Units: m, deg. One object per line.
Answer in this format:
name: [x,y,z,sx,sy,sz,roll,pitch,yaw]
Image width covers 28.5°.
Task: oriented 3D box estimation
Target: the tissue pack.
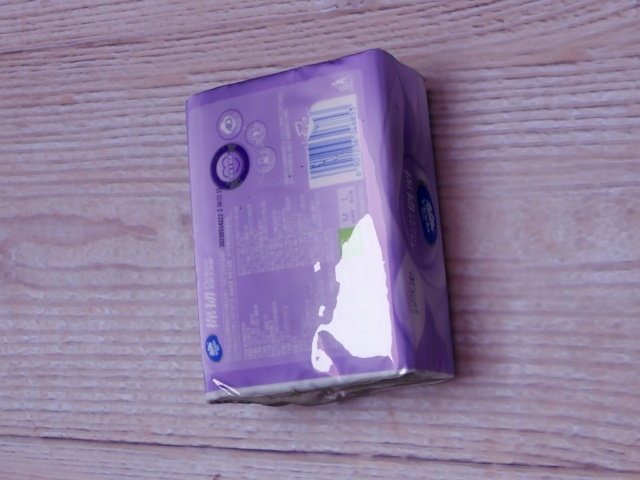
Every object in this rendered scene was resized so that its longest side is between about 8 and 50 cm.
tissue pack: [0.000,0.000,1.317,0.242,0.160,0.338,-10,78,27]
